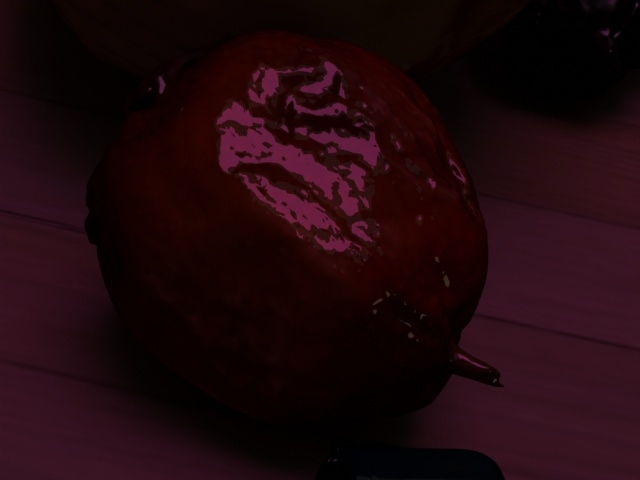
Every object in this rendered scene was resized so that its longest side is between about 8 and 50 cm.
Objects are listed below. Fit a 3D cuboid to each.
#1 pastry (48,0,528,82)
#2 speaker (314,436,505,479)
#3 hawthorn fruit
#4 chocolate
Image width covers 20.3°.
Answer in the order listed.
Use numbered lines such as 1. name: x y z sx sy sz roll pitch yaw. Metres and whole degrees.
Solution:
1. pastry: 0.000 -0.252 0.930 0.313 0.388 0.388 3 35 -20
2. speaker: 0.032 0.101 0.713 0.075 0.060 0.094 2 35 -15
3. hawthorn fruit: -0.012 -0.007 0.771 0.174 0.173 0.179 -2 36 -20
4. chocolate: 0.154 -0.140 1.063 0.156 0.156 0.133 16 62 6
